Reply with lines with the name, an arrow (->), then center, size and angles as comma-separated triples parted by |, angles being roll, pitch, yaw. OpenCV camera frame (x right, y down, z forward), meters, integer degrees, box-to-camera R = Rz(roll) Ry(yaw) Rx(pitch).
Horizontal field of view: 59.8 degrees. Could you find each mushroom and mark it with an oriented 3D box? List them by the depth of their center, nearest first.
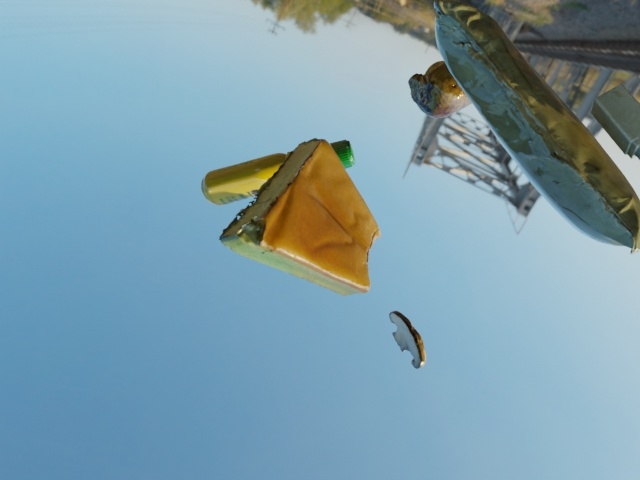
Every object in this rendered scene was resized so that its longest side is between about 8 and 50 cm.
mushroom -> 0.140, 0.157, 0.895 | 0.019, 0.049, 0.101 | -10, -115, -37

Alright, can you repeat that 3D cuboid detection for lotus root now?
lotus root -> 0.251, -0.279, 0.975 | 0.190, 0.095, 0.108 | -23, -162, -11

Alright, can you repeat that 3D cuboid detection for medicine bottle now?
medicine bottle -> -0.071, -0.118, 0.946 | 0.260, 0.064, 0.095 | -14, -179, 9

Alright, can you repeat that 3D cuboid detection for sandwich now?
sandwich -> 0.000, 0.000, 0.752 | 0.212, 0.063, 0.245 | 56, -140, -22

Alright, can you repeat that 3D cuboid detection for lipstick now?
lipstick -> 0.300, -0.084, 0.509 | 0.129, 0.030, 0.030 | 64, -172, 26

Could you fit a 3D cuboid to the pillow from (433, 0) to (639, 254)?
pillow -> 0.226, -0.113, 0.576 | 0.303, 0.075, 0.185 | 55, -159, 7
